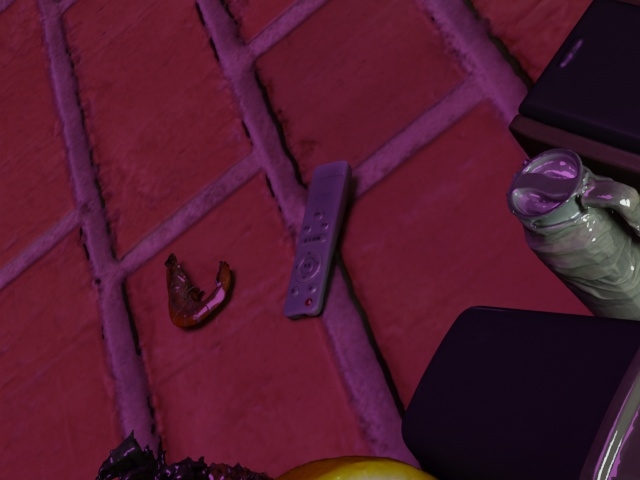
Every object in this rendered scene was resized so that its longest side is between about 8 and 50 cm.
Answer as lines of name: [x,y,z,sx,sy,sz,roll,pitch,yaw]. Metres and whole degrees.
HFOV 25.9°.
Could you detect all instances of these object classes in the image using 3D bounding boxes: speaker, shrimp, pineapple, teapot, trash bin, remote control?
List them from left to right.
shrimp: [-0.143,0.045,1.579,0.091,0.025,0.127,-41,43,9]
pineapple: [-0.109,0.233,1.248,0.108,0.197,0.108,-43,26,27]
remote control: [0.000,0.000,1.484,0.050,0.027,0.184,-11,55,40]
teapot: [0.237,0.010,1.101,0.107,0.200,0.077,4,60,47]
trash bin: [0.218,0.151,1.000,0.290,0.209,0.182,8,65,53]
speaker: [0.305,-0.080,1.130,0.231,0.192,0.153,26,76,47]

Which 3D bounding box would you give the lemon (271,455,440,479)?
lemon: [0.015,0.292,1.050,0.219,0.240,0.240,125,160,-53]
